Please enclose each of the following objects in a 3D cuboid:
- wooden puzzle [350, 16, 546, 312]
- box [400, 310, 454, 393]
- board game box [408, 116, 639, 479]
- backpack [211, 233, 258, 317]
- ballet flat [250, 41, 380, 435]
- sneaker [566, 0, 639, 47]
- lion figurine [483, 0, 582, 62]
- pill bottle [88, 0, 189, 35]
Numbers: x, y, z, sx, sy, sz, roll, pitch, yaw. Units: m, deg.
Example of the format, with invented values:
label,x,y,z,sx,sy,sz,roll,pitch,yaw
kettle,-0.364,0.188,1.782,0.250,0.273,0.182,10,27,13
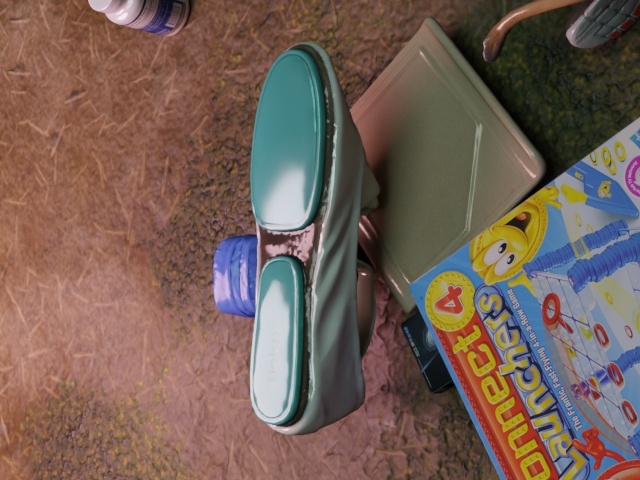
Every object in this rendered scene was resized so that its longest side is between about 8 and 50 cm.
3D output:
label,x,y,z,sx,sy,sz,roll,pitch,yaw
wooden puzzle,0.108,-0.077,1.362,0.238,0.044,0.221,-50,58,31
box,0.127,0.107,1.343,0.067,0.018,0.083,-37,64,31
board game box,0.270,0.093,1.184,0.302,0.086,0.308,-39,64,30
backpack,-0.056,0.035,1.432,0.101,0.120,0.098,-10,80,38
ballet flat,0.000,0.000,1.349,0.139,0.139,0.400,2,90,39
sneaker,0.281,-0.254,1.229,0.158,0.061,0.065,-52,47,11
lion figurine,0.279,-0.344,1.162,0.240,0.142,0.392,10,86,42
pill bottle,-0.225,-0.294,1.594,0.067,0.120,0.067,-4,83,39
